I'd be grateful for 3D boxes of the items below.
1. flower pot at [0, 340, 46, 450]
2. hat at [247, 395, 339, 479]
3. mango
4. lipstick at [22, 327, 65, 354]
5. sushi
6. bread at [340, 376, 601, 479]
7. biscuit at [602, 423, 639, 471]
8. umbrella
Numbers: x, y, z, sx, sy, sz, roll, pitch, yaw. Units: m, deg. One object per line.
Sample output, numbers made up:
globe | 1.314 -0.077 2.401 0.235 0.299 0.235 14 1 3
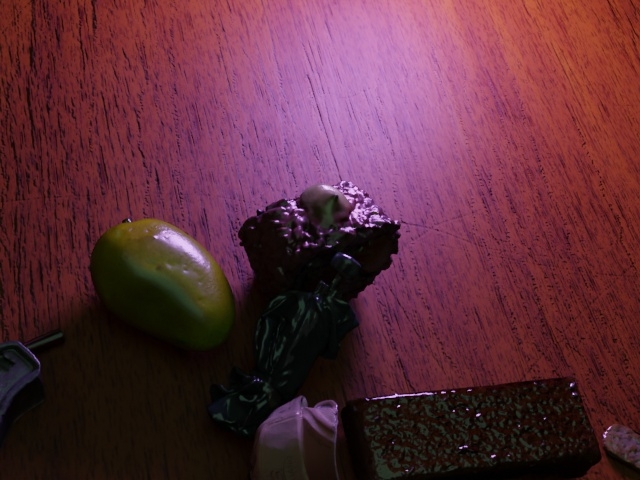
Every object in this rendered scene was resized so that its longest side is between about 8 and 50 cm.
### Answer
flower pot | -0.510 0.263 1.386 0.103 0.108 0.229 31 55 5
hat | -0.029 0.352 1.357 0.164 0.226 0.219 -16 87 -5
mango | -0.260 0.072 1.560 0.273 0.149 0.185 30 47 -1
lipstick | -0.501 0.188 1.491 0.177 0.027 0.027 -23 65 -26
sushi | 0.000 0.000 1.633 0.270 0.236 0.171 -19 55 -22
bread | 0.250 0.330 1.548 0.417 0.113 0.165 -2 57 -15
biscuit | 0.576 0.382 1.659 0.147 0.018 0.071 29 57 3
umbrella | -0.045 0.173 1.509 0.143 0.094 0.348 34 84 -21
